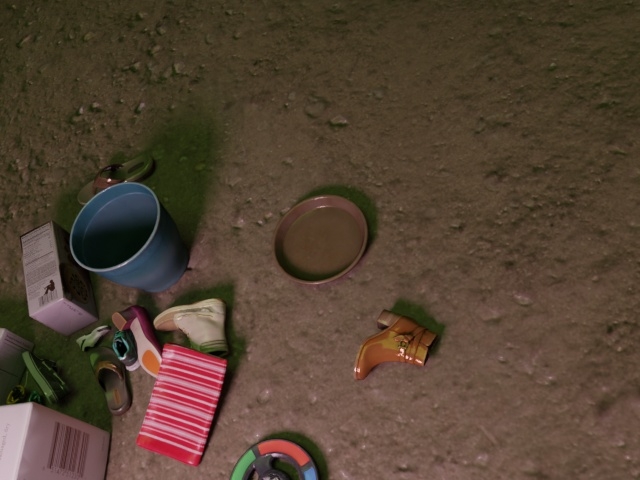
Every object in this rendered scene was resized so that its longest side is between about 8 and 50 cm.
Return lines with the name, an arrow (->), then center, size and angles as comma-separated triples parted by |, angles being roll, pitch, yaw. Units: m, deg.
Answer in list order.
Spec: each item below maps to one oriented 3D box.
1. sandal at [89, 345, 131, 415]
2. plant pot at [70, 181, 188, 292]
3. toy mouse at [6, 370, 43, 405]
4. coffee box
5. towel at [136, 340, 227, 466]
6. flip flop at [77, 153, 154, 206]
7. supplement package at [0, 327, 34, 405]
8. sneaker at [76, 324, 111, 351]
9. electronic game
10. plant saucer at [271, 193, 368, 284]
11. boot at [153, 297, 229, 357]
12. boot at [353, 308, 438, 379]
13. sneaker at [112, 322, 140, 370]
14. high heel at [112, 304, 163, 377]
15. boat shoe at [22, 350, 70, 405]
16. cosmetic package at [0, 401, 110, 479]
sandal -> -0.579, 0.375, 1.815 | 0.090, 0.060, 0.219 | -30, 56, 2
plant pot -> -0.509, 0.018, 1.872 | 0.272, 0.255, 0.271 | -9, 59, 15
toy mouse -> -0.824, 0.475, 1.865 | 0.143, 0.031, 0.161 | 35, 81, 25
coffee box -> -0.775, 0.110, 1.972 | 0.119, 0.168, 0.297 | -27, 56, 4
towel -> -0.353, 0.412, 1.691 | 0.199, 0.031, 0.274 | 12, 83, 25
flip flop -> -0.671, -0.205, 2.160 | 0.277, 0.080, 0.112 | -28, 56, 3
supplement package -> -0.953, 0.381, 1.902 | 0.134, 0.139, 0.244 | 2, 62, 20
sneaker -> -0.644, 0.280, 1.911 | 0.109, 0.040, 0.043 | -31, 73, 5
electronic game -> -0.108, 0.574, 1.540 | 0.229, 0.048, 0.229 | -9, 60, 16
plant saucer -> 0.000, 0.000, 1.825 | 0.278, 0.041, 0.277 | -8, 60, 15
boot -> -0.349, 0.256, 1.791 | 0.213, 0.077, 0.165 | -16, 60, 11
boot -> 0.178, 0.270, 1.592 | 0.152, 0.073, 0.197 | 23, 75, 25
sneaker -> -0.545, 0.278, 1.848 | 0.065, 0.076, 0.166 | -32, 56, 0
high heel -> -0.465, 0.278, 1.841 | 0.244, 0.117, 0.082 | 42, 113, 17
boat shoe -> -0.773, 0.378, 1.883 | 0.070, 0.077, 0.219 | -31, 48, -27
cosmetic package -> -0.782, 0.601, 1.603 | 0.394, 0.329, 0.327 | -10, 60, 16
